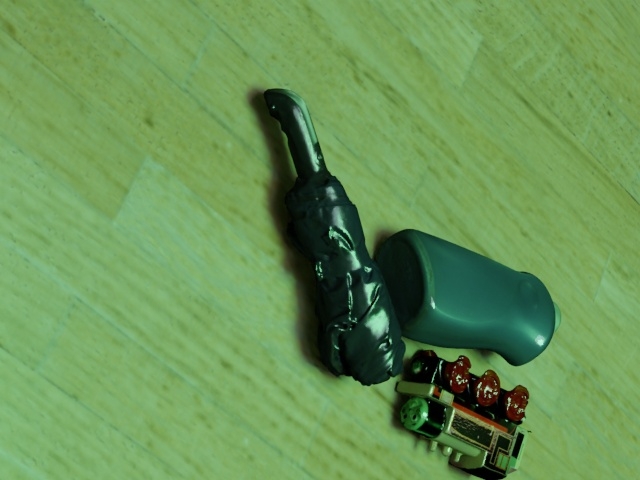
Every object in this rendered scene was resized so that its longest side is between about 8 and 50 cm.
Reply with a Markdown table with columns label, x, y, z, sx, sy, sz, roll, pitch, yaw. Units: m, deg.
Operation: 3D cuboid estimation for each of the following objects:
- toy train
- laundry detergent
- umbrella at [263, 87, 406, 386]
| label | x | y | z | sx | sy | sz | roll | pitch | yaw |
| --- | --- | --- | --- | --- | --- | --- | --- | --- | --- |
| toy train | 0.120 | 0.147 | 1.450 | 0.138 | 0.050 | 0.087 | 29 | 73 | -36 |
| laundry detergent | 0.136 | 0.054 | 1.463 | 0.206 | 0.061 | 0.096 | 16 | 45 | -43 |
| umbrella | 0.007 | -0.002 | 1.344 | 0.071 | 0.071 | 0.248 | -26 | 104 | -42 |
